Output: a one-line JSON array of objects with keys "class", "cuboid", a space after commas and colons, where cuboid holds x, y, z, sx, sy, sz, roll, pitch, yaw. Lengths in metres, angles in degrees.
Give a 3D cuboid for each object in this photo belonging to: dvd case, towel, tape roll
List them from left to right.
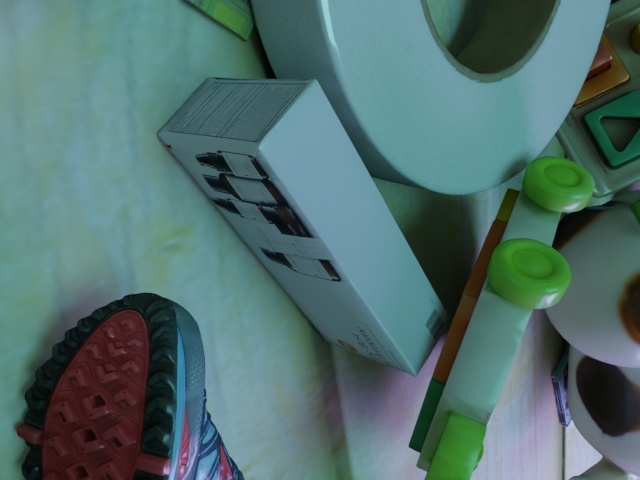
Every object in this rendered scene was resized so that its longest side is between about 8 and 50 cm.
[{"class": "towel", "cuboid": [-0.053, -0.176, 0.396, 0.060, 0.009, 0.083, 20, 86, -49]}, {"class": "tape roll", "cuboid": [0.113, -0.230, 0.480, 0.392, 0.072, 0.392, -16, 114, -39]}, {"class": "dvd case", "cuboid": [0.388, 0.219, 0.975, 0.087, 0.013, 0.119, -45, 130, -31]}]

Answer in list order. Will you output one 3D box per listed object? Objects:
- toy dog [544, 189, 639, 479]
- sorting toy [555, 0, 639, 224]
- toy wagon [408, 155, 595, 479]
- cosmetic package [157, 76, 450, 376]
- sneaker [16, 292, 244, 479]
[{"class": "toy dog", "cuboid": [0.403, 0.107, 0.801, 0.395, 0.284, 0.408, -39, 127, -2]}, {"class": "sorting toy", "cuboid": [0.325, -0.165, 0.645, 0.347, 0.196, 0.047, 64, 3, 11]}, {"class": "toy wagon", "cuboid": [0.141, 0.097, 0.542, 0.344, 0.068, 0.267, -53, 158, -43]}, {"class": "cosmetic package", "cuboid": [0.000, 0.000, 0.435, 0.060, 0.099, 0.239, -53, 133, -21]}, {"class": "sneaker", "cuboid": [-0.102, 0.151, 0.384, 0.125, 0.104, 0.261, -17, 118, -63]}]
